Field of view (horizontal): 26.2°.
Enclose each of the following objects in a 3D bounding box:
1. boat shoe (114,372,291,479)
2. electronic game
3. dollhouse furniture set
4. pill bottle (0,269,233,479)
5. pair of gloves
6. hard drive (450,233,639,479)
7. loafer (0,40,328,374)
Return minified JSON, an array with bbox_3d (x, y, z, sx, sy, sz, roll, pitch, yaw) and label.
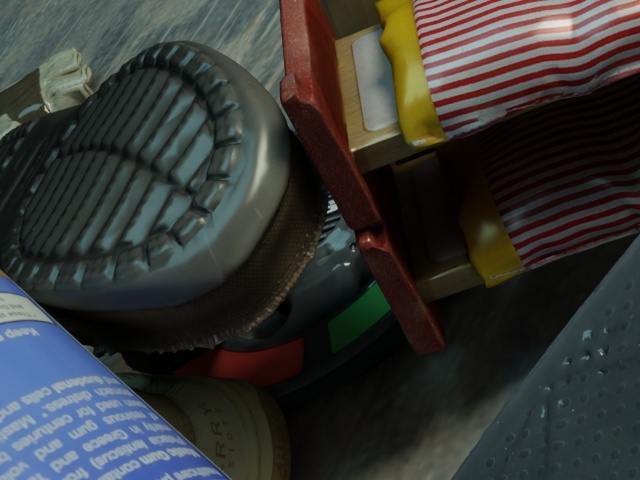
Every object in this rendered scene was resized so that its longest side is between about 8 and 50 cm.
[{"bbox_3d":[-0.177,0.120,0.704,0.341,0.110,0.121,-18,67,34],"label":"boat shoe"},{"bbox_3d":[0.000,0.000,0.749,0.229,0.048,0.229,-29,33,21],"label":"electronic game"},{"bbox_3d":[0.086,-0.138,0.670,0.201,0.152,0.374,-22,36,9],"label":"dollhouse furniture set"},{"bbox_3d":[-0.095,0.131,0.494,0.272,0.152,0.152,38,80,24],"label":"pill bottle"},{"bbox_3d":[-0.267,-0.061,1.148,0.204,0.042,0.240,-34,33,7],"label":"pair of gloves"},{"bbox_3d":[0.131,0.077,0.446,0.254,0.054,0.172,-54,29,9],"label":"hard drive"},{"bbox_3d":[-0.084,-0.004,0.681,0.134,0.130,0.366,-60,23,-13],"label":"loafer"}]
